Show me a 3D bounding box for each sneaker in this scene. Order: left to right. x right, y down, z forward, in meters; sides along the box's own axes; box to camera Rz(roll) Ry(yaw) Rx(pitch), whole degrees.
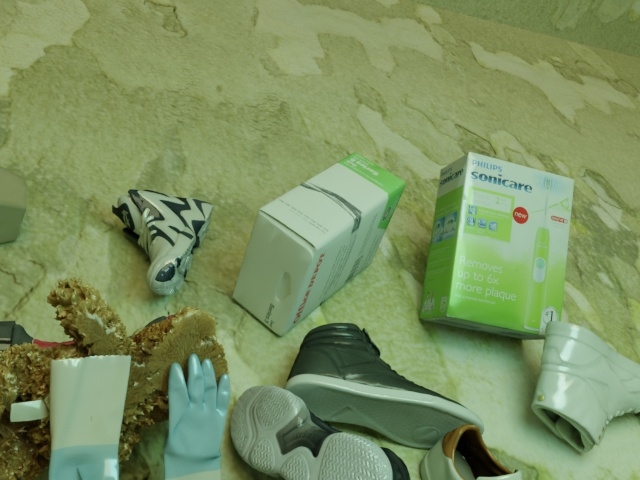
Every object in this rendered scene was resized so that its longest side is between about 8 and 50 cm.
[{"bbox_3d":[-0.273,-0.009,1.049,0.153,0.094,0.235,17,38,-2],"label":"sneaker"},{"bbox_3d":[0.005,0.277,0.832,0.269,0.153,0.101,15,70,45],"label":"sneaker"},{"bbox_3d":[0.096,0.201,0.955,0.296,0.104,0.146,16,36,-8],"label":"sneaker"},{"bbox_3d":[0.220,0.363,0.808,0.106,0.123,0.290,-3,45,-29],"label":"sneaker"},{"bbox_3d":[0.444,0.264,1.054,0.293,0.108,0.169,30,69,-24],"label":"sneaker"}]

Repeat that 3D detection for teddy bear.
[{"bbox_3d":[-0.275,0.170,0.733,0.338,0.245,0.113,-35,19,-25],"label":"teddy bear"}]

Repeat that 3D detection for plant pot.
[{"bbox_3d":[-0.505,-0.055,0.996,0.096,0.109,0.109,9,38,-34],"label":"plant pot"}]

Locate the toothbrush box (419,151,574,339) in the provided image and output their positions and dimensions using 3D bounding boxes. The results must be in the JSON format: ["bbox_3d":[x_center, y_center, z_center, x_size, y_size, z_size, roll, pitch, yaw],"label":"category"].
[{"bbox_3d":[0.305,0.016,1.138,0.206,0.122,0.283,13,77,-12],"label":"toothbrush box"}]

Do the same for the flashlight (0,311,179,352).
[{"bbox_3d":[-0.297,0.142,0.857,0.304,0.103,0.103,4,15,-19],"label":"flashlight"}]

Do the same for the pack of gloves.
[{"bbox_3d":[-0.184,0.238,0.697,0.195,0.231,0.046,2,0,-29],"label":"pack of gloves"}]

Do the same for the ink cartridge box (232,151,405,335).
[{"bbox_3d":[0.000,0.000,1.074,0.115,0.198,0.273,35,40,18],"label":"ink cartridge box"}]
